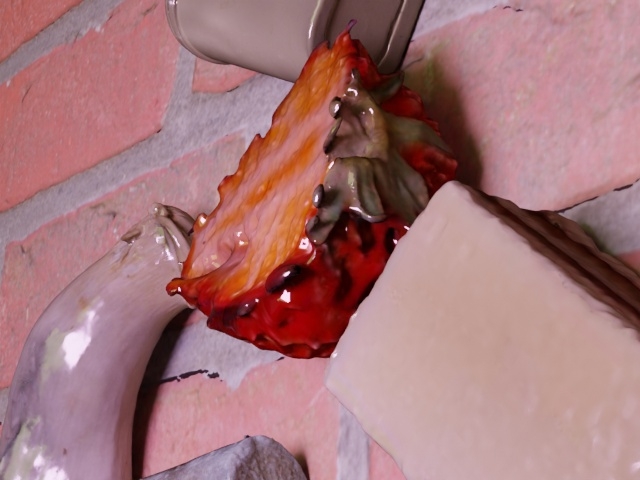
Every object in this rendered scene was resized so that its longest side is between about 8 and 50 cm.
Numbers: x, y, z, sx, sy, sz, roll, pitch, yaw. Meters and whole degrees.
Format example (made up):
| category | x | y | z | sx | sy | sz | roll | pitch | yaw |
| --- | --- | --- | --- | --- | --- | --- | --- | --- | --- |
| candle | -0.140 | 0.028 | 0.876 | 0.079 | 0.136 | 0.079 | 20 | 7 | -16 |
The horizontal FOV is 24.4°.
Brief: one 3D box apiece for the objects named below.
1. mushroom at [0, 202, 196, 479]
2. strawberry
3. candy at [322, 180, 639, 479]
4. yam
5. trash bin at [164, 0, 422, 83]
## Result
| category | x | y | z | sx | sy | sz | roll | pitch | yaw |
| --- | --- | --- | --- | --- | --- | --- | --- | --- | --- |
| mushroom | -0.215 | 0.154 | 1.408 | 0.177 | 0.126 | 0.397 | 11 | 86 | 27 |
| strawberry | 0.003 | 0.007 | 1.156 | 0.280 | 0.150 | 0.253 | -51 | 23 | 33 |
| candy | 0.151 | 0.107 | 0.908 | 0.321 | 0.135 | 0.179 | 44 | 112 | 51 |
| yam | -0.130 | 0.239 | 1.239 | 0.259 | 0.093 | 0.093 | -26 | 55 | 33 |
| trash bin | -0.013 | -0.255 | 1.308 | 0.247 | 0.121 | 0.243 | 28 | 98 | 53 |
